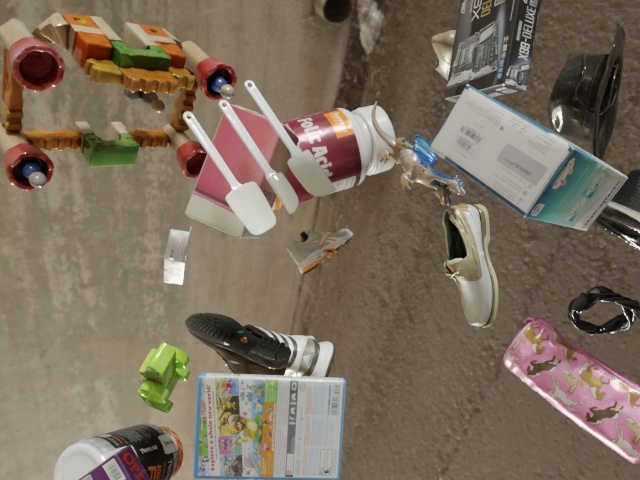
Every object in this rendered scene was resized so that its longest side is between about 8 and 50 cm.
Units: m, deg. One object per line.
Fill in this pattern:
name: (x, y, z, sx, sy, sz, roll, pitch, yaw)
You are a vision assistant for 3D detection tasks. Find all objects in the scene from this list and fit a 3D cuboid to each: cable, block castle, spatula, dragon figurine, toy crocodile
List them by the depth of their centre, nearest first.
spatula: (-0.107, -0.141, 0.872, 0.242, 0.168, 0.019, 55, 162, 7)
block castle: (-0.411, -0.270, 1.124, 0.213, 0.453, 0.303, 46, 128, 31)
toy crocodile: (-0.378, 0.320, 1.261, 0.341, 0.105, 0.115, 114, -179, -60)
dragon figurine: (0.218, -0.195, 1.270, 0.289, 0.144, 0.085, 53, 123, 17)
cable: (0.698, 0.177, 1.328, 0.185, 0.150, 0.047, 91, -165, -53)

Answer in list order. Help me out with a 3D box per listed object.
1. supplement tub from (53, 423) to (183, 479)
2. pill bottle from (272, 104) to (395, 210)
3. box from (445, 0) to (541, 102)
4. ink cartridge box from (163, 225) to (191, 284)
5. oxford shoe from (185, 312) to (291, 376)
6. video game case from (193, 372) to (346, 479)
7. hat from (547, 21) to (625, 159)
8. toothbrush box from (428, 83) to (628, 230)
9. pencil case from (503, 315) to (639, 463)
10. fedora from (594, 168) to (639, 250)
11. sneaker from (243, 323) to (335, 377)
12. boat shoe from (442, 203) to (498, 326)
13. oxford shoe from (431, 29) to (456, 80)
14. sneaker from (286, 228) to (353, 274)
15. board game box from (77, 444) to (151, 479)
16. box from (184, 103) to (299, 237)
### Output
supplement tub: (-0.522, 0.602, 1.435, 0.316, 0.193, 0.194, 18, -121, -67)
pill bottle: (-0.006, -0.234, 1.477, 0.224, 0.391, 0.224, 162, 90, -75)
box: (0.442, -0.523, 1.382, 0.242, 0.076, 0.308, -165, 84, -67)
ink cartridge box: (-0.415, 0.040, 1.557, 0.180, 0.060, 0.104, 116, 160, -54)
oxford shoe: (-0.169, 0.211, 1.025, 0.227, 0.082, 0.096, 24, 118, 21)
video game case: (-0.057, 0.212, 0.612, 0.015, 0.166, 0.119, -133, 46, -83)
hat: (0.596, -0.319, 1.226, 0.133, 0.331, 0.332, 11, 109, 30)
toothbrush box: (0.367, -0.136, 0.937, 0.216, 0.295, 0.126, 46, 118, 34)
pencil case: (0.635, 0.348, 1.305, 0.386, 0.167, 0.160, 36, 166, 34)
fedora: (0.749, -0.052, 1.175, 0.153, 0.334, 0.334, -58, 33, 9)
sneaker: (-0.142, 0.316, 1.568, 0.447, 0.257, 0.169, 143, 148, -68)
boat shoe: (0.353, 0.061, 1.311, 0.113, 0.103, 0.303, 151, 117, -66)
oxford shoe: (0.473, -0.610, 1.882, 0.348, 0.130, 0.123, 50, -126, -57)
sneaker: (0.000, 0.000, 1.748, 0.121, 0.262, 0.099, 52, 135, 7)
board game box: (-0.288, 0.519, 0.821, 0.347, 0.208, 0.056, 56, -172, 9)
box: (-0.152, -0.132, 1.078, 0.148, 0.126, 0.233, -2, -66, -81)
